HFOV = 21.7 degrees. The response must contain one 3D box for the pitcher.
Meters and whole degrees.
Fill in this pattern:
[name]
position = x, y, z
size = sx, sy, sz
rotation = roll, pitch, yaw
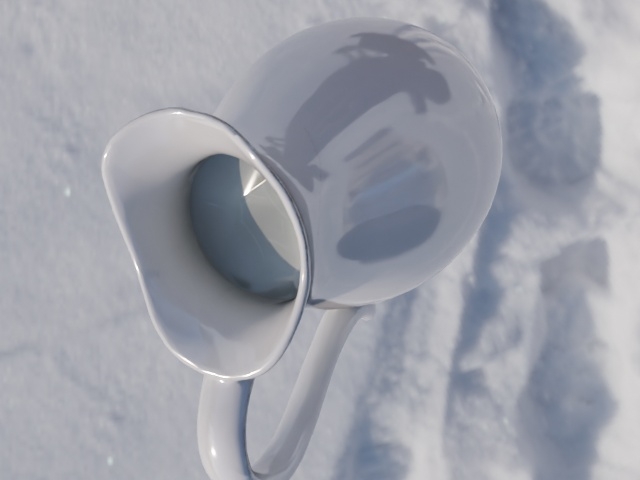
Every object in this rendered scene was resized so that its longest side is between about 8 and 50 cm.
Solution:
[pitcher]
position = 0.000, 0.000, 0.735
size = 0.125, 0.207, 0.177
rotation = 9, 113, 26
